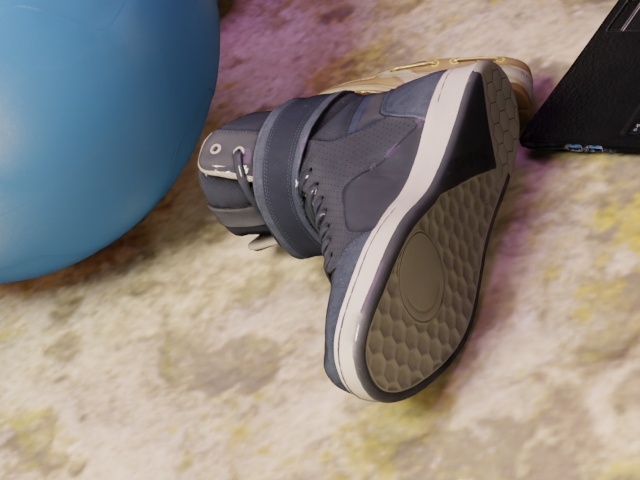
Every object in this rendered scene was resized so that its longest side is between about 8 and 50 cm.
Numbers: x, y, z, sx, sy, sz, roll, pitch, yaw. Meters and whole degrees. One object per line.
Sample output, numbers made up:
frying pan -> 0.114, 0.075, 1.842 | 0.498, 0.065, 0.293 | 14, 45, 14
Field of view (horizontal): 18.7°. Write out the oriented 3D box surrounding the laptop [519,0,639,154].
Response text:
laptop -> 0.245, -0.164, 1.018 | 0.264, 0.136, 0.234 | 5, 45, 40

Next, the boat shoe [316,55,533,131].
boat shoe -> 0.059, -0.079, 1.120 | 0.135, 0.050, 0.045 | -1, 36, 20

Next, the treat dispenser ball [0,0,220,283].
treat dispenser ball -> -0.202, -0.116, 1.133 | 0.288, 0.288, 0.288 | -19, 34, 13

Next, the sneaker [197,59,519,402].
sneaker -> 0.001, 0.001, 1.010 | 0.163, 0.086, 0.226 | -6, 38, 28
